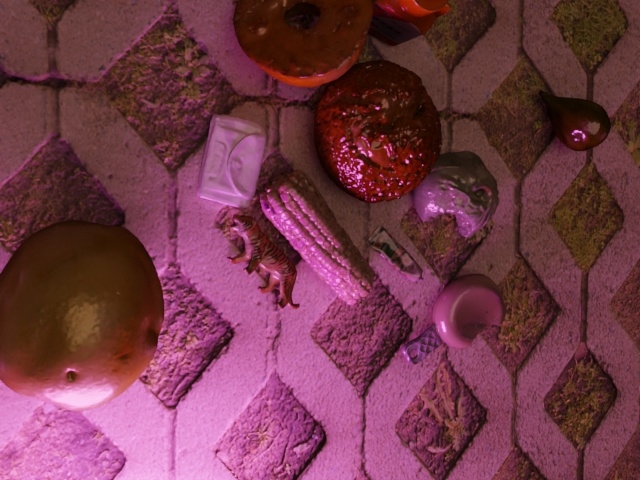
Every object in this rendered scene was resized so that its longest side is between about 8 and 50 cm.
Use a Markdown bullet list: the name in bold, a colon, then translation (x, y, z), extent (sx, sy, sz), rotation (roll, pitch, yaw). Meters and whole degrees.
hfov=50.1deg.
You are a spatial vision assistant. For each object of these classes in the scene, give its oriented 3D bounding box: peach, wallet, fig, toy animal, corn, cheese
- **peach**: translation (-0.425, 0.124, 1.194), extent (0.281, 0.314, 0.316), rotation (8, 91, 9)
- **wallet**: translation (-0.181, -0.165, 1.418), extent (0.124, 0.032, 0.183), rotation (13, 89, -21)
- **fig**: translation (0.637, -0.315, 1.701), extent (0.126, 0.133, 0.185), rotation (-25, 100, 17)
- **toy animal**: translation (-0.114, 0.049, 1.444), extent (0.241, 0.056, 0.099), rotation (46, 76, -18)
- **corn**: translation (-0.002, 0.000, 1.457), extent (0.126, 0.126, 0.335), rotation (-41, 109, -16)
- **cheese**: translation (0.312, 0.198, 1.623), extent (0.286, 0.082, 0.163), rotation (-36, 105, -15)

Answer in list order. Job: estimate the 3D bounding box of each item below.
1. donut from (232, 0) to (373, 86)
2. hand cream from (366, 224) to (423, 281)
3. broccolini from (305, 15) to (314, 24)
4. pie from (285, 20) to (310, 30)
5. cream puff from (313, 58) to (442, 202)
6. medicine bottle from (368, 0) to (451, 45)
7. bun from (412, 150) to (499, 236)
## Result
- **donut**: translation (-0.030, -0.429, 1.375), extent (0.277, 0.108, 0.278), rotation (-2, 77, 7)
- **hand cream**: translation (0.179, 0.038, 1.585), extent (0.165, 0.037, 0.057), rotation (43, 76, -13)
- **broccolini**: translation (-0.061, -0.565, 1.443), extent (0.044, 0.042, 0.218), rotation (-24, 103, -19)
- **pie**: translation (-0.050, -0.428, 1.466), extent (0.085, 0.017, 0.085), rotation (-1, 93, -24)
- **cream puff**: translation (0.129, -0.232, 1.448), extent (0.302, 0.212, 0.303), rotation (-1, 92, -21)
- **medicine bottle**: translation (0.171, -0.507, 1.444), extent (0.149, 0.222, 0.112), rotation (26, 83, -22)
- **bun**: translation (0.324, -0.105, 1.585), extent (0.212, 0.126, 0.204), rotation (-13, 96, -21)
